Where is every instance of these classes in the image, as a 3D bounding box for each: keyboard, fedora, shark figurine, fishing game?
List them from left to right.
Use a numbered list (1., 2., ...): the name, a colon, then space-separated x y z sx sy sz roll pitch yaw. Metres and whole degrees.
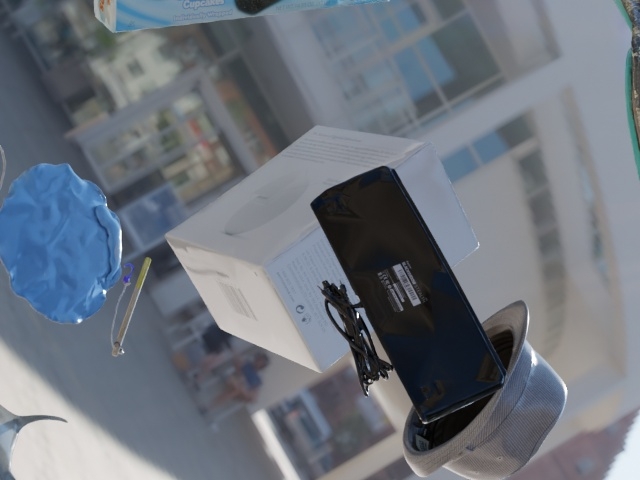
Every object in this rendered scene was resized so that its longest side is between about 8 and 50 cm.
1. shark figurine: -0.300 0.209 1.378 0.278 0.116 0.166 -134 -139 -62
2. fishing game: -0.299 0.002 1.596 0.264 0.041 0.189 39 51 -40
3. keyboard: 0.049 0.043 1.026 0.038 0.100 0.192 98 -32 -64
4. fedora: 0.230 0.221 1.860 0.124 0.275 0.244 35 34 -13

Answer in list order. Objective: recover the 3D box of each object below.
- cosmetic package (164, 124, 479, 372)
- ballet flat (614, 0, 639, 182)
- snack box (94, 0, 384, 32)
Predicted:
1. cosmetic package: 0.000 0.000 1.472 0.224 0.224 0.138 17 -40 58
2. ballet flat: 0.408 -0.216 1.516 0.164 0.182 0.483 36 38 -31
3. snack box: -0.069 -0.322 1.421 0.060 0.321 0.187 42 -44 48
